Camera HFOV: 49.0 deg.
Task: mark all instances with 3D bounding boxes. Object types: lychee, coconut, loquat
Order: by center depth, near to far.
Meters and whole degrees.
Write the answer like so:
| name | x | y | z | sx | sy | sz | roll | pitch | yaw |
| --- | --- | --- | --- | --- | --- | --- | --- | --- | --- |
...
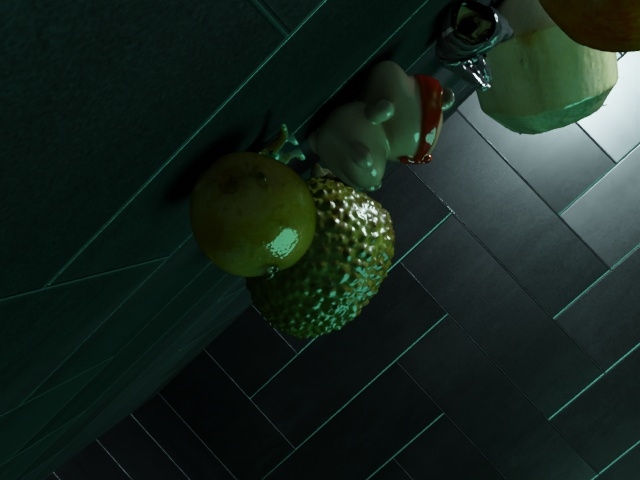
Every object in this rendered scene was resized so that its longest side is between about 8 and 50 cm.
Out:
| name | x | y | z | sx | sy | sz | roll | pitch | yaw |
| --- | --- | --- | --- | --- | --- | --- | --- | --- | --- |
| loquat | -0.073 | -0.028 | 0.766 | 0.141 | 0.141 | 0.141 | -43 | 177 | -3 |
| lychee | -0.002 | 0.011 | 1.226 | 0.270 | 0.270 | 0.320 | -1 | 103 | -85 |
| coconut | 0.454 | -0.387 | 1.453 | 0.323 | 0.323 | 0.323 | -43 | 177 | -3 |

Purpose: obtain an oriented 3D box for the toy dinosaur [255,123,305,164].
| name | x | y | z | sx | sy | sz | roll | pitch | yaw |
| --- | --- | --- | --- | --- | --- | --- | --- | --- | --- |
| toy dinosaur | -0.074 | -0.096 | 0.868 | 0.106 | 0.044 | 0.187 | -28 | 179 | 4 |

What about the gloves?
| name | x | y | z | sx | sy | sz | roll | pitch | yaw |
| --- | --- | --- | --- | --- | --- | --- | --- | --- | --- |
| gloves | 0.262 | -0.337 | 1.178 | 0.142 | 0.119 | 0.285 | -32 | 165 | 10 |

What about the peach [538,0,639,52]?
| name | x | y | z | sx | sy | sz | roll | pitch | yaw |
| --- | --- | --- | --- | --- | --- | --- | --- | --- | --- |
| peach | 0.416 | -0.381 | 0.927 | 0.289 | 0.289 | 0.308 | -46 | -165 | 47 |

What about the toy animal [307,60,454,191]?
| name | x | y | z | sx | sy | sz | roll | pitch | yaw |
| --- | --- | --- | --- | --- | --- | --- | --- | --- | --- |
| toy animal | 0.095 | -0.168 | 1.029 | 0.197 | 0.171 | 0.171 | -34 | 175 | -16 |
